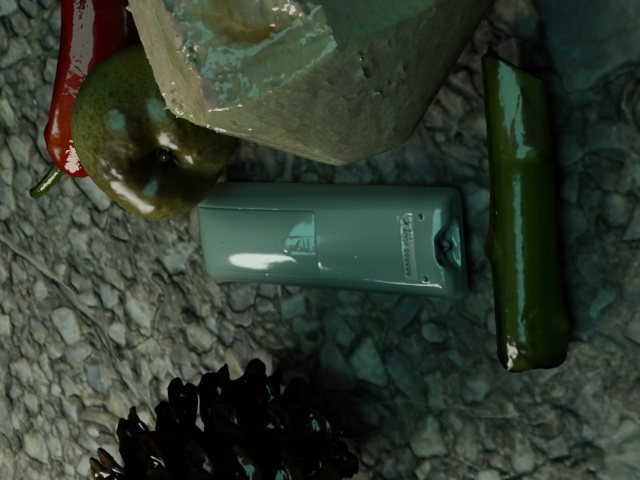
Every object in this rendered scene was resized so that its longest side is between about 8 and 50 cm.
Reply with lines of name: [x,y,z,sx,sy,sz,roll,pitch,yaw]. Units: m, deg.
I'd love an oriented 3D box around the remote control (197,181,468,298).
remote control: [0.001,0.000,1.251,0.293,0.051,0.103,2,105,33]

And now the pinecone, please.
pinecone: [-0.092,0.233,1.256,0.224,0.272,0.224,52,166,18]

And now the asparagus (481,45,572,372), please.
asparagus: [0.172,-0.025,1.122,0.067,0.060,0.278,15,114,51]

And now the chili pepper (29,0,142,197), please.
chili pepper: [-0.233,-0.201,1.339,0.137,0.091,0.369,28,113,46]

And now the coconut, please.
coconut: [-0.014,-0.210,1.051,0.297,0.297,0.310,-22,89,37]

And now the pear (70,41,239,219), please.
pear: [-0.153,-0.108,1.255,0.167,0.137,0.167,-3,120,-5]
